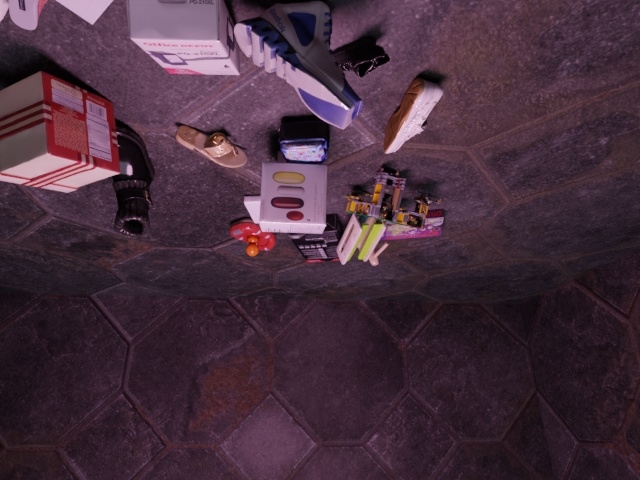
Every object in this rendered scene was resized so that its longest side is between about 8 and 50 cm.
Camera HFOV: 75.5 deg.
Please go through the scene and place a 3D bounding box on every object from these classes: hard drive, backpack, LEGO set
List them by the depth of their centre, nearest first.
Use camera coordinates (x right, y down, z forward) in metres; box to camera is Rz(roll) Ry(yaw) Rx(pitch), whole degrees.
[{"bbox_3d":[-0.045,-0.292,1.303,0.158,0.117,0.173,-1,160,4],"label":"backpack"},{"bbox_3d":[0.273,-0.169,1.591,0.330,0.192,0.255,12,-176,-20],"label":"LEGO set"},{"bbox_3d":[-0.150,-0.134,1.761,0.306,0.040,0.203,-2,157,4],"label":"hard drive"}]

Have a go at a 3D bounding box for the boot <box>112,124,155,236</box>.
[{"bbox_3d":[-0.640,-0.185,1.354,0.130,0.261,0.348,-1,157,1],"label":"boot"}]

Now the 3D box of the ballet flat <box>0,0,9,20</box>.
[{"bbox_3d":[-0.734,-0.474,0.847,0.139,0.139,0.400,19,150,-37],"label":"ballet flat"}]

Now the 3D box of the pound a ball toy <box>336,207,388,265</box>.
[{"bbox_3d":[0.199,-0.013,1.852,0.207,0.136,0.319,-7,147,-20],"label":"pound a ball toy"}]

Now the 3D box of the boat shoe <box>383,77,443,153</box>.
[{"bbox_3d":[0.266,-0.344,1.206,0.096,0.098,0.277,6,155,-13],"label":"boat shoe"}]

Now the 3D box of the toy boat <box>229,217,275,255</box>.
[{"bbox_3d":[-0.314,0.002,1.934,0.150,0.151,0.231,-17,152,34],"label":"toy boat"}]

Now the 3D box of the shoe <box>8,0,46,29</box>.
[{"bbox_3d":[-0.581,-0.511,0.821,0.063,0.081,0.178,14,156,-31],"label":"shoe"}]

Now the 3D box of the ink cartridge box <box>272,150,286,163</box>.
[{"bbox_3d":[-0.099,-0.246,1.437,0.143,0.090,0.092,2,157,-7],"label":"ink cartridge box"}]

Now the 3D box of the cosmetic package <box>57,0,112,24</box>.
[{"bbox_3d":[-0.429,-0.539,0.693,0.223,0.138,0.224,-18,153,35],"label":"cosmetic package"}]

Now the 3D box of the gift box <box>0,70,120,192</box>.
[{"bbox_3d":[-0.733,-0.293,1.135,0.257,0.277,0.255,-13,167,19],"label":"gift box"}]

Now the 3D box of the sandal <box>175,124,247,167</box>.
[{"bbox_3d":[-0.329,-0.304,1.303,0.239,0.088,0.079,19,156,-28],"label":"sandal"}]

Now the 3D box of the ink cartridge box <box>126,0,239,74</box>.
[{"bbox_3d":[-0.273,-0.430,0.868,0.171,0.100,0.237,0,-173,-2],"label":"ink cartridge box"}]

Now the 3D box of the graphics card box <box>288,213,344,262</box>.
[{"bbox_3d":[0.000,0.000,2.011,0.232,0.095,0.371,-5,157,12],"label":"graphics card box"}]

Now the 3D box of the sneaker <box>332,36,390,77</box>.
[{"bbox_3d":[0.085,-0.433,1.006,0.170,0.089,0.051,-16,152,32],"label":"sneaker"}]

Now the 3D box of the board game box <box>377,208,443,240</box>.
[{"bbox_3d":[0.387,-0.067,1.925,0.346,0.056,0.208,-5,160,10],"label":"board game box"}]

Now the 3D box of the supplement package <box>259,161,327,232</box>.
[{"bbox_3d":[-0.086,-0.131,1.314,0.202,0.195,0.149,2,170,-5],"label":"supplement package"}]

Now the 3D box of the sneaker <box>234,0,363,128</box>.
[{"bbox_3d":[-0.011,-0.413,0.896,0.315,0.182,0.127,40,168,-1],"label":"sneaker"}]
